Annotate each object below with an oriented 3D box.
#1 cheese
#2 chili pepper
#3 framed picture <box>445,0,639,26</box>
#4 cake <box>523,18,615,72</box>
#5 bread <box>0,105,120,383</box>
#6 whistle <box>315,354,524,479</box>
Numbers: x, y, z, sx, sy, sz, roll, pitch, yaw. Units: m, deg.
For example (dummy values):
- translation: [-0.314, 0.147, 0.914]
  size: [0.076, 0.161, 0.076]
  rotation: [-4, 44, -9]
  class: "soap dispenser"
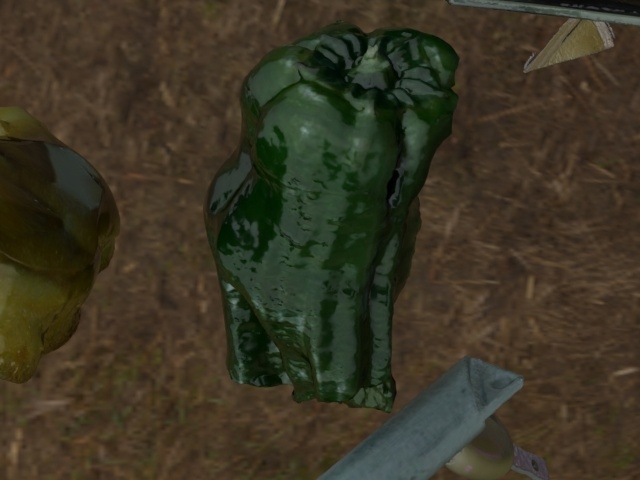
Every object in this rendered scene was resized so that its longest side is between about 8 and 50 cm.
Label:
- translation: [0.175, 0.209, 1.531]
  size: [0.037, 0.192, 0.097]
  rotation: [-30, 51, 28]
  class: "cheese"
- translation: [-0.010, 0.002, 1.168]
  size: [0.213, 0.167, 0.385]
  rotation: [-85, 5, -47]
  class: "chili pepper"
- translation: [0.157, -0.215, 1.084]
  size: [0.296, 0.232, 0.019]
  rotation: [14, 73, 40]
  class: "framed picture"
- translation: [0.318, -0.243, 1.947]
  size: [0.121, 0.065, 0.052]
  rotation: [-44, 19, -20]
  class: "cake"
- translation: [-0.216, -0.010, 1.065]
  size: [0.161, 0.233, 0.088]
  rotation: [39, 120, -12]
  class: "bread"
- translation: [0.046, 0.189, 1.223]
  size: [0.062, 0.312, 0.062]
  rotation: [34, 144, 30]
  class: "whistle"
